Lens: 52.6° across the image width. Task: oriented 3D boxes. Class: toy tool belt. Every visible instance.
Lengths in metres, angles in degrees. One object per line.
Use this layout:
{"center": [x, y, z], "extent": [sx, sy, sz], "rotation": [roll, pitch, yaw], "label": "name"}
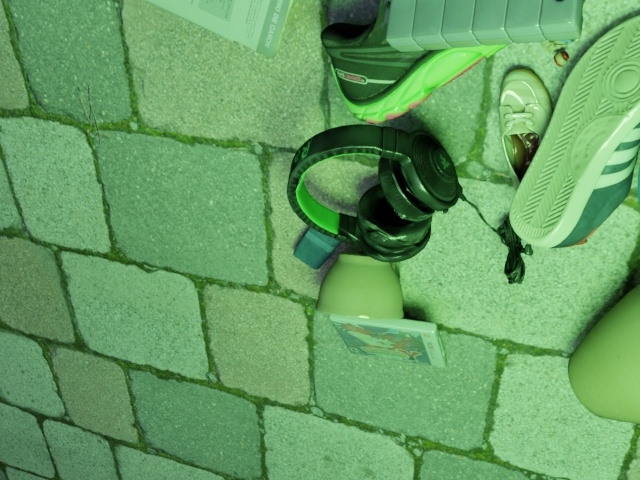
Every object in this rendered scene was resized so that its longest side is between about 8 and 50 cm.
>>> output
{"center": [0.332, -0.287, 0.897], "extent": [0.051, 0.052, 0.083], "rotation": [-29, 106, 43], "label": "toy tool belt"}

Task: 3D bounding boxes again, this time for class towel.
{"center": [0.000, 0.000, 1.239], "extent": [0.067, 0.029, 0.119], "rotation": [36, 127, -1], "label": "towel"}

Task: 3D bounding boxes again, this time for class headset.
{"center": [0.139, -0.043, 1.027], "extent": [0.394, 0.185, 0.243], "rotation": [12, 145, -10], "label": "headset"}

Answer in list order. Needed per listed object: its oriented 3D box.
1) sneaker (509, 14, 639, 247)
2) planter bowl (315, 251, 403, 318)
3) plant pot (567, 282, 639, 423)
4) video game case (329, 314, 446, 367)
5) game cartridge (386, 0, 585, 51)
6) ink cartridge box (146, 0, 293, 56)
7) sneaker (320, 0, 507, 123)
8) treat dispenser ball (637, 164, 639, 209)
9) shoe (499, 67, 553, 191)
{"center": [0.409, -0.143, 0.924], "extent": [0.131, 0.148, 0.350], "rotation": [49, 119, 45], "label": "sneaker"}
{"center": [0.076, 0.079, 1.187], "extent": [0.162, 0.162, 0.109], "rotation": [6, 92, 21], "label": "planter bowl"}
{"center": [0.530, 0.185, 1.006], "extent": [0.256, 0.256, 0.274], "rotation": [38, 144, -2], "label": "plant pot"}
{"center": [0.134, 0.192, 1.250], "extent": [0.201, 0.023, 0.183], "rotation": [6, 151, 21], "label": "video game case"}
{"center": [0.197, -0.401, 0.740], "extent": [0.230, 0.068, 0.355], "rotation": [6, 86, 29], "label": "game cartridge"}
{"center": [-0.122, -0.467, 0.936], "extent": [0.271, 0.130, 0.309], "rotation": [27, 127, 4], "label": "ink cartridge box"}
{"center": [0.185, -0.342, 0.848], "extent": [0.483, 0.185, 0.202], "rotation": [-32, 102, 32], "label": "sneaker"}
{"center": [0.546, -0.071, 0.788], "extent": [0.288, 0.288, 0.288], "rotation": [11, 124, 17], "label": "treat dispenser ball"}
{"center": [0.316, -0.151, 0.983], "extent": [0.076, 0.058, 0.219], "rotation": [-5, 118, 26], "label": "shoe"}
